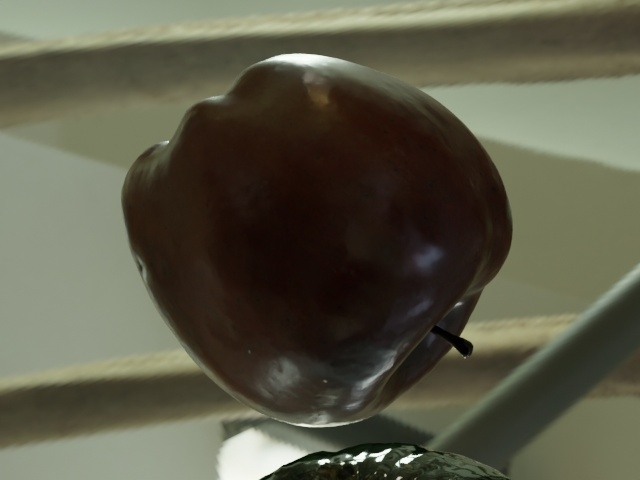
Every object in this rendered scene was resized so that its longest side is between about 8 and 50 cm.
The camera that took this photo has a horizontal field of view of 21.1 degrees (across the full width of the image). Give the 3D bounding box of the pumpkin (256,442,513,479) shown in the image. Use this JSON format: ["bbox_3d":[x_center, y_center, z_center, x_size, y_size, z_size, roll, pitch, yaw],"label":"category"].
[{"bbox_3d":[0.022,0.159,0.650,0.190,0.190,0.146,-5,-63,48],"label":"pumpkin"}]

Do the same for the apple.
[{"bbox_3d":[0.001,-0.001,1.038,0.234,0.234,0.234,21,-59,40],"label":"apple"}]
